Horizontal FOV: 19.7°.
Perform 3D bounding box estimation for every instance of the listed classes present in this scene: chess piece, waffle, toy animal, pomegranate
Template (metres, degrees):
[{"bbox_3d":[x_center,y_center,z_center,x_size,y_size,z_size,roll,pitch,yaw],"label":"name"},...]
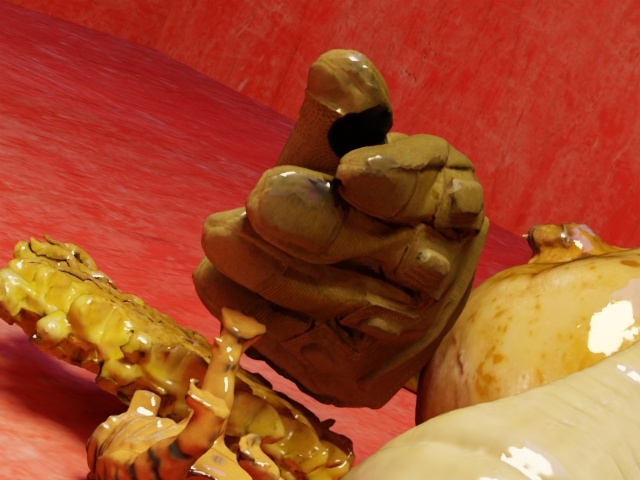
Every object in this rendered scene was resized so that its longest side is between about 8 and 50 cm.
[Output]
[{"bbox_3d":[0.068,0.114,0.722,0.137,0.137,0.301,28,30,24],"label":"chess piece"},{"bbox_3d":[-0.080,0.074,1.053,0.231,0.051,0.228,33,-2,2],"label":"waffle"},{"bbox_3d":[-0.011,0.142,0.851,0.255,0.116,0.114,36,24,21],"label":"toy animal"},{"bbox_3d":[0.165,0.100,1.071,0.248,0.248,0.248,24,8,-4],"label":"pomegranate"}]

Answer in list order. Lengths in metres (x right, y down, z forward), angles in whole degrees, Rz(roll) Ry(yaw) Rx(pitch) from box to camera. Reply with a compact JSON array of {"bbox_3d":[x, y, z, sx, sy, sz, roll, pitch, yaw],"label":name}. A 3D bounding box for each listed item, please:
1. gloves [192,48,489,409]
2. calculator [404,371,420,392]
[{"bbox_3d":[0.014,0.008,1.004,0.141,0.154,0.331,34,-13,0],"label":"gloves"},{"bbox_3d":[0.102,0.110,1.545,0.236,0.033,0.157,28,8,9],"label":"calculator"}]
